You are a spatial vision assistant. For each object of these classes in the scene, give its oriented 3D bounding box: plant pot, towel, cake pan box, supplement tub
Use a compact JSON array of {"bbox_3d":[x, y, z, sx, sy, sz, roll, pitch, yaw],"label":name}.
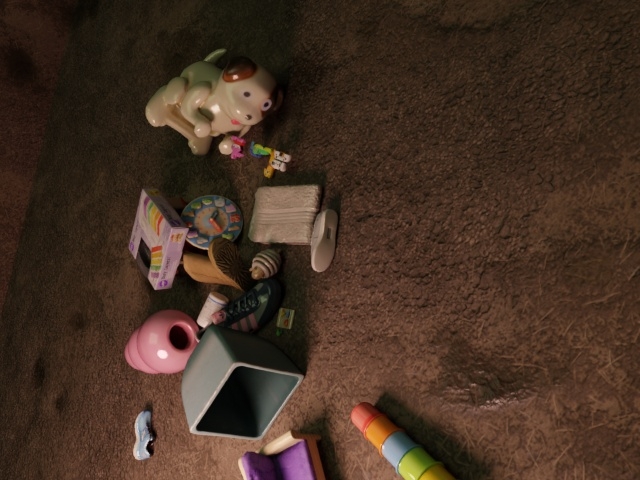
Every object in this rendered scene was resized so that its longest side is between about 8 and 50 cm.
[{"bbox_3d":[-0.248,0.375,1.823,0.247,0.248,0.252,-57,42,14],"label":"plant pot"},{"bbox_3d":[-0.115,-0.080,1.980,0.282,0.049,0.187,0,77,43],"label":"towel"},{"bbox_3d":[-0.549,-0.003,2.164,0.245,0.070,0.266,49,128,38],"label":"cake pan box"},{"bbox_3d":[-0.345,0.226,2.079,0.071,0.071,0.107,35,101,44],"label":"supplement tub"}]

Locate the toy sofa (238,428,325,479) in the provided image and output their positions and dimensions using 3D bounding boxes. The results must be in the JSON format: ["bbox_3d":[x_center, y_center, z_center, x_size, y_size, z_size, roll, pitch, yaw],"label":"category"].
[{"bbox_3d":[-0.061,0.665,1.584,0.150,0.177,0.362,-38,52,29],"label":"toy sofa"}]

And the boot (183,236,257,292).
[{"bbox_3d":[-0.351,0.070,2.038,0.270,0.236,0.089,10,50,43],"label":"boot"}]

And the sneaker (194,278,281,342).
[{"bbox_3d":[-0.250,0.227,1.944,0.319,0.131,0.112,-48,49,21],"label":"sneaker"}]

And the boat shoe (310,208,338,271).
[{"bbox_3d":[0.000,0.000,1.836,0.063,0.066,0.184,-10,71,56],"label":"boat shoe"}]

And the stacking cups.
[{"bbox_3d":[0.188,0.489,1.480,0.316,0.096,0.096,34,100,49],"label":"stacking cups"}]

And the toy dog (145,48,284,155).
[{"bbox_3d":[-0.314,-0.477,2.186,0.408,0.284,0.395,3,58,43],"label":"toy dog"}]

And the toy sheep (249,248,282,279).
[{"bbox_3d":[-0.161,0.068,1.943,0.091,0.091,0.132,1,43,44],"label":"toy sheep"}]

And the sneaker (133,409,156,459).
[{"bbox_3d":[-0.582,0.655,2.179,0.073,0.063,0.162,-9,74,23],"label":"sneaker"}]

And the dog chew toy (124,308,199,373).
[{"bbox_3d":[-0.541,0.349,2.141,0.332,0.207,0.206,-24,60,45],"label":"dog chew toy"}]

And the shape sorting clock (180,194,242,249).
[{"bbox_3d":[-0.359,-0.063,2.126,0.040,0.206,0.206,108,154,-59],"label":"shape sorting clock"}]

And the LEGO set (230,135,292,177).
[{"bbox_3d":[-0.185,-0.256,2.073,0.227,0.087,0.093,22,100,26],"label":"LEGO set"}]

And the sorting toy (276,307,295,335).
[{"bbox_3d":[-0.106,0.241,1.886,0.062,0.012,0.083,4,78,44],"label":"sorting toy"}]

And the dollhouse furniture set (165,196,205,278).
[{"bbox_3d":[-0.475,-0.026,2.277,0.262,0.135,0.259,-41,63,27],"label":"dollhouse furniture set"}]
